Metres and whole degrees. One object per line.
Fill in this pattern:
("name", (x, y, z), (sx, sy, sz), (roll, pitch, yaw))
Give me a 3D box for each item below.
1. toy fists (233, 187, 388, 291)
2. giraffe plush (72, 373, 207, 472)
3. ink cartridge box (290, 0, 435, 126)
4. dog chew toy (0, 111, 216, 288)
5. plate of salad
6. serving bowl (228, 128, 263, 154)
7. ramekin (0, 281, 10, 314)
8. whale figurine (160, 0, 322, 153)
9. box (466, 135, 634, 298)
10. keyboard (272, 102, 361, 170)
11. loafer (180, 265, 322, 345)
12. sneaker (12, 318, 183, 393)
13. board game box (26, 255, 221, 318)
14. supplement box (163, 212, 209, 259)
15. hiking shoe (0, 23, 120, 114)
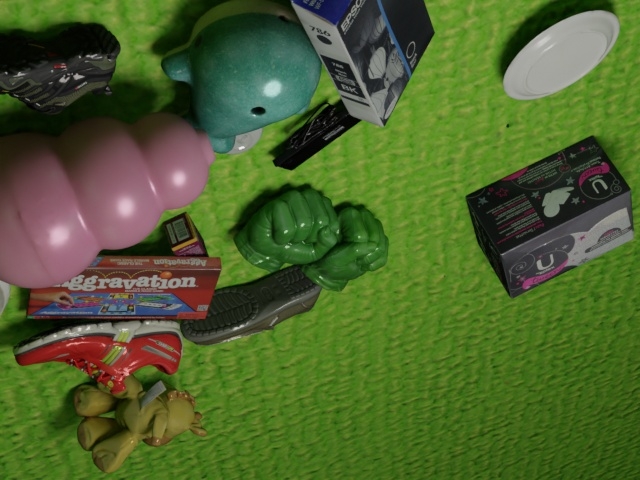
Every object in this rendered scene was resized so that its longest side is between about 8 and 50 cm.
("toy fists", (0.000, 0.000, 2.052), (0.279, 0.096, 0.142), (20, 124, -44))
("giraffe plush", (-0.294, 0.297, 2.198), (0.210, 0.181, 0.170), (-23, 161, 26))
("ink cartridge box", (0.056, -0.294, 1.635), (0.165, 0.065, 0.332), (-61, 154, -12))
("dog chew toy", (-0.299, -0.069, 1.675), (0.332, 0.206, 0.206), (-21, 145, -3))
("plate of salad", (0.363, -0.287, 1.950), (0.200, 0.048, 0.200), (-22, 155, -11))
("serving bowl", (-0.119, -0.152, 1.841), (0.083, 0.027, 0.083), (-17, 144, -13))
("ramekin", (-0.532, 0.055, 1.781), (0.207, 0.109, 0.207), (-16, 143, -12))
("whale figurine", (-0.110, -0.191, 1.690), (0.216, 0.141, 0.272), (15, 139, -28))
("box", (0.401, -0.036, 2.212), (0.247, 0.142, 0.163), (-25, 145, 0))
("keyboard", (0.008, -0.175, 1.899), (0.192, 0.038, 0.100), (-36, 167, 12))
("loafer", (-0.111, 0.125, 2.142), (0.251, 0.094, 0.087), (-18, 140, -11))
("sneaker", (-0.345, 0.186, 2.027), (0.279, 0.118, 0.107), (-3, 176, -28))
("board game box", (-0.302, 0.073, 1.960), (0.281, 0.027, 0.145), (1, 143, -17))
("supplement box", (-0.204, 0.006, 1.967), (0.043, 0.055, 0.083), (-24, 144, 0))
("hiking shoe", (-0.359, -0.194, 1.587), (0.227, 0.086, 0.114), (-11, 139, -22))
